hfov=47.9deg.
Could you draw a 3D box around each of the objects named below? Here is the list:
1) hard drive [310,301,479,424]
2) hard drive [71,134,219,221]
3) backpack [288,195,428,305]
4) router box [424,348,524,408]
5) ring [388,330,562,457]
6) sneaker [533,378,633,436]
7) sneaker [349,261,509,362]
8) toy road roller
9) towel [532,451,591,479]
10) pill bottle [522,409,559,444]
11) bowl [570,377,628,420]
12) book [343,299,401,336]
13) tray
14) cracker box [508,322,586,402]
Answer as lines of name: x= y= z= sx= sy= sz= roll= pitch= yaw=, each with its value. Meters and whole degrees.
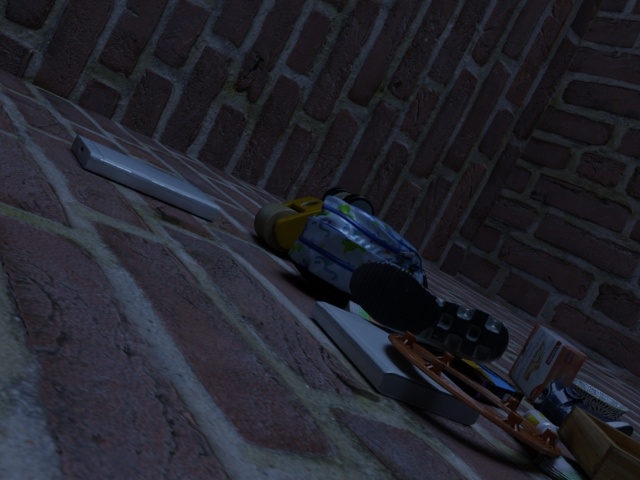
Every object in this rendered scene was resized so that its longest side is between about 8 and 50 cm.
hard drive: x=0.122 y=0.207 z=1.266 sx=0.203 sy=0.040 sz=0.307 roll=25 pitch=6 yaw=-26
hard drive: x=-0.451 y=-0.160 z=1.857 sx=0.353 sy=0.047 sz=0.233 roll=24 pitch=7 yaw=-32
backpack: x=0.083 y=0.041 z=1.699 sx=0.355 sy=0.273 sz=0.290 roll=3 pitch=28 yaw=-49
router box: x=0.310 y=0.276 z=1.479 sx=0.133 sy=0.046 sz=0.179 roll=23 pitch=7 yaw=-35
ring: x=0.260 y=0.247 z=1.209 sx=0.337 sy=0.032 sz=0.336 roll=34 pitch=2 yaw=-1
sneaker: x=0.544 y=0.366 z=1.504 sx=0.226 sy=0.086 sz=0.163 roll=22 pitch=15 yaw=-43
sneaker: x=0.206 y=0.160 z=1.440 sx=0.331 sy=0.122 sz=0.146 roll=28 pitch=-15 yaw=16
toy road roller: x=0.000 y=0.000 z=1.990 sx=0.330 sy=0.240 sz=0.202 roll=-13 pitch=15 yaw=-15
towel: x=0.419 y=0.385 z=1.134 sx=0.152 sy=0.023 sz=0.113 roll=32 pitch=8 yaw=37
pill bottle: x=0.402 y=0.344 z=1.313 sx=0.043 sy=0.043 sz=0.083 roll=26 pitch=6 yaw=-10
bowl: x=0.650 y=0.402 z=1.755 sx=0.170 sy=0.080 sz=0.170 roll=27 pitch=6 yaw=-3
book: x=0.117 y=0.185 z=1.505 sx=0.144 sy=0.035 sz=0.096 roll=28 pitch=9 yaw=-6
tray: x=0.616 y=0.440 z=1.214 sx=0.411 sy=0.076 sz=0.203 roll=30 pitch=6 yaw=-1
cracker box: x=0.547 y=0.305 z=1.756 sx=0.067 sy=0.155 sz=0.232 roll=27 pitch=5 yaw=-2
